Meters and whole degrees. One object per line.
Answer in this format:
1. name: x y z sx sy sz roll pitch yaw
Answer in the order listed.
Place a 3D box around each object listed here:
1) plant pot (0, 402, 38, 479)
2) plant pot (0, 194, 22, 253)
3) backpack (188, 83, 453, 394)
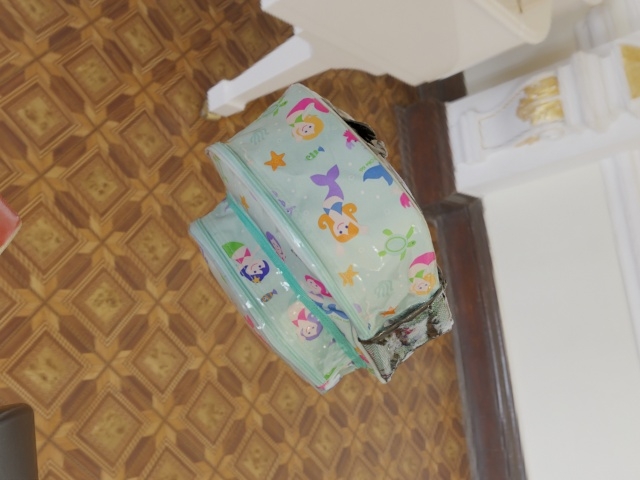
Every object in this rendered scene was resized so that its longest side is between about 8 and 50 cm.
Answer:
1. plant pot: -0.309 0.220 0.454 0.188 0.167 0.188 -7 74 -17
2. plant pot: -0.361 -0.014 0.416 0.243 0.274 0.275 42 49 -23
3. backpack: 0.000 0.000 0.570 0.225 0.191 0.254 51 -11 31
